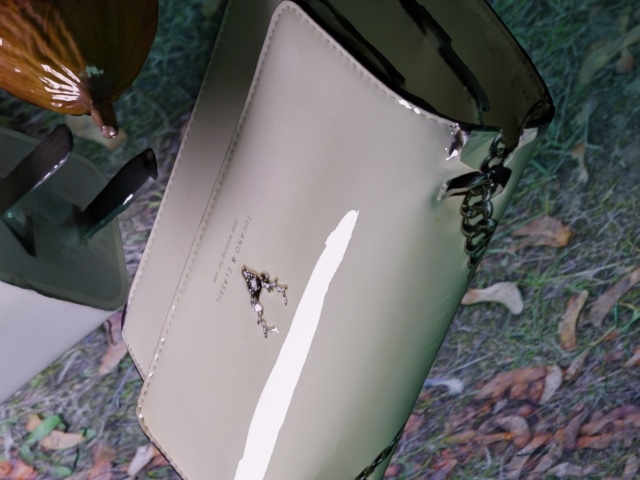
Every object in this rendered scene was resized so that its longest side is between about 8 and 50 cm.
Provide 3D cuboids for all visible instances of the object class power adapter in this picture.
[{"bbox_3d":[-0.189,-0.002,1.125,0.130,0.125,0.205,21,134,-42],"label":"power adapter"}]

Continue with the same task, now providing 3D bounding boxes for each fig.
[{"bbox_3d":[-0.155,-0.125,1.069,0.119,0.153,0.119,-1,112,-2],"label":"fig"}]

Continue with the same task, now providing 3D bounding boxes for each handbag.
[{"bbox_3d":[0.000,0.000,1.200,0.160,0.237,0.359,-2,130,-32],"label":"handbag"}]
